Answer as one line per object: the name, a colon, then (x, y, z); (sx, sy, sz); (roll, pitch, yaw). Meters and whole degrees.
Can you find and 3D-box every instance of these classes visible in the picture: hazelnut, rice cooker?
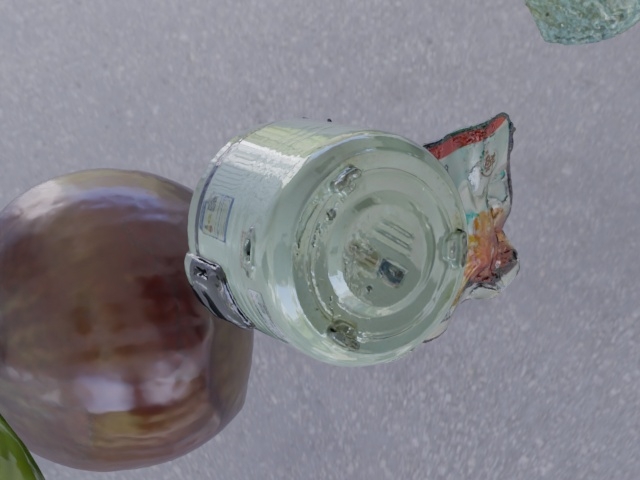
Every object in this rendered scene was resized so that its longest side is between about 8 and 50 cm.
hazelnut: (-0.277, 0.113, 1.610); (0.402, 0.402, 0.429); (-5, 100, 0)
rice cooker: (0.000, 0.000, 1.066); (0.226, 0.226, 0.244); (-43, 29, -17)

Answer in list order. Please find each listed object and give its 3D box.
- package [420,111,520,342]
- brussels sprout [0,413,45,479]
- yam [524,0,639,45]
package: (0.153, -0.009, 1.227); (0.166, 0.232, 0.040); (-24, 34, -32)
brussels sprout: (-0.266, 0.191, 0.531); (0.247, 0.328, 0.328); (37, 69, -11)
yam: (0.303, -0.341, 1.073); (0.271, 0.201, 0.202); (-48, 113, -40)
